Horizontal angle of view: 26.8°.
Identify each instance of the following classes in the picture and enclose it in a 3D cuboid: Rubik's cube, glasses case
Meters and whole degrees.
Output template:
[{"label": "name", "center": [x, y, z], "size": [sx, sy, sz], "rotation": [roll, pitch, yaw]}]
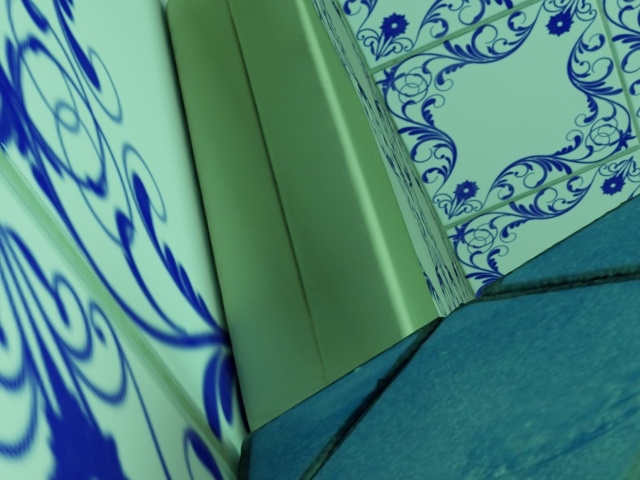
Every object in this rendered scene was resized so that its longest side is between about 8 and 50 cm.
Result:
[{"label": "Rubik's cube", "center": [0.106, 0.130, 0.420], "size": [0.207, 0.205, 0.205], "rotation": [53, 11, -17]}, {"label": "glasses case", "center": [0.000, 0.000, 0.666], "size": [0.336, 0.076, 0.144], "rotation": [-106, 169, -46]}]
